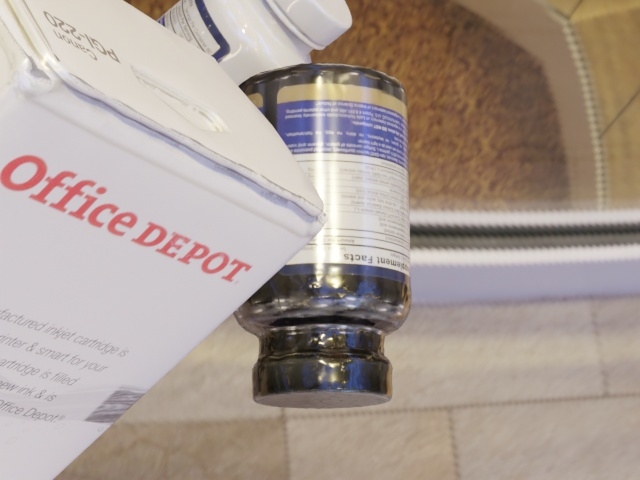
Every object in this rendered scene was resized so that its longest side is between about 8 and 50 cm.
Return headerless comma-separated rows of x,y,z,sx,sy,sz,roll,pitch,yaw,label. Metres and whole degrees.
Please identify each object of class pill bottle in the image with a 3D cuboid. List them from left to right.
-0.072,-0.139,1.240,0.187,0.112,0.112,-36,77,19,pill bottle
0.000,0.000,1.099,0.123,0.123,0.219,2,78,-11,pill bottle

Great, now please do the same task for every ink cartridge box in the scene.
-0.129,0.014,0.520,0.218,0.158,0.092,-41,59,14,ink cartridge box
